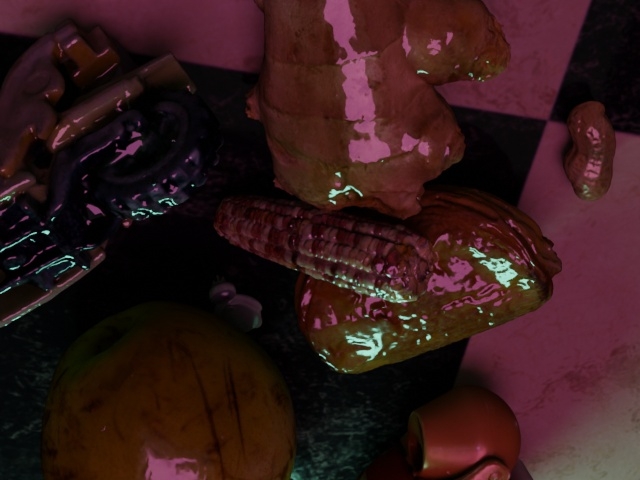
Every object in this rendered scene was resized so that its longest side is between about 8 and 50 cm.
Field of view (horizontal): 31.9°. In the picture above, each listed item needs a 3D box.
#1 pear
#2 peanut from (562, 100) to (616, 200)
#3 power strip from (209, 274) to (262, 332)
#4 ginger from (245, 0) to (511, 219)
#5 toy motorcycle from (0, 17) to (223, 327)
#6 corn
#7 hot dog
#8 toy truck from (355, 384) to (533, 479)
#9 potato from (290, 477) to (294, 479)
[{"bbox_3d":[-0.161,0.201,1.160,0.283,0.284,0.284,-3,123,-5],"label":"pear"},{"bbox_3d":[0.277,-0.092,1.156,0.053,0.054,0.113,-8,120,-2],"label":"peanut"},{"bbox_3d":[-0.095,0.070,1.228,0.055,0.035,0.083,-24,135,8],"label":"power strip"},{"bbox_3d":[0.038,-0.190,0.989,0.236,0.166,0.376,15,137,22],"label":"ginger"},{"bbox_3d":[-0.280,-0.041,1.014,0.410,0.237,0.169,-27,136,7],"label":"toy motorcycle"},{"bbox_3d":[0.000,0.000,1.107,0.237,0.079,0.080,17,129,30],"label":"corn"},{"bbox_3d":[0.112,0.040,1.176,0.272,0.122,0.196,-26,126,18],"label":"hot dog"},{"bbox_3d":[0.178,0.303,1.320,0.264,0.189,0.239,34,104,-25],"label":"toy truck"},{"bbox_3d":[-0.137,0.343,1.325,0.248,0.143,0.169,-8,116,-2],"label":"potato"}]
